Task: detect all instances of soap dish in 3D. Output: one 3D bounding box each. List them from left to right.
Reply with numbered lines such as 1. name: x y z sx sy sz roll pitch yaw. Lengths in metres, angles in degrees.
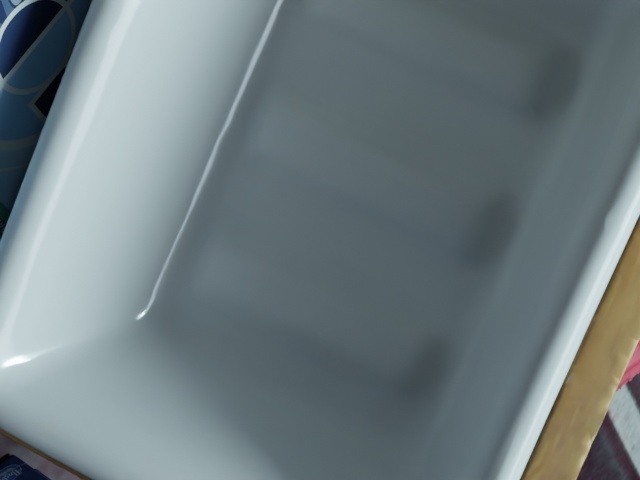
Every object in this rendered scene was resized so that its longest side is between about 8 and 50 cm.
1. soap dish: 0.018 -0.024 0.691 0.291 0.229 0.118 -67 165 11

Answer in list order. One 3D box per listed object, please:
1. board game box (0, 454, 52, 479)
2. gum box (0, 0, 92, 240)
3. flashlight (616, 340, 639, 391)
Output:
1. board game box: -0.184 0.221 0.825 0.194 0.060 0.194 -31 137 -38
2. gum box: -0.106 -0.064 0.719 0.184 0.041 0.157 -52 147 -11
3. flashlight: 0.189 0.061 1.175 0.304 0.103 0.103 -34 138 -36
